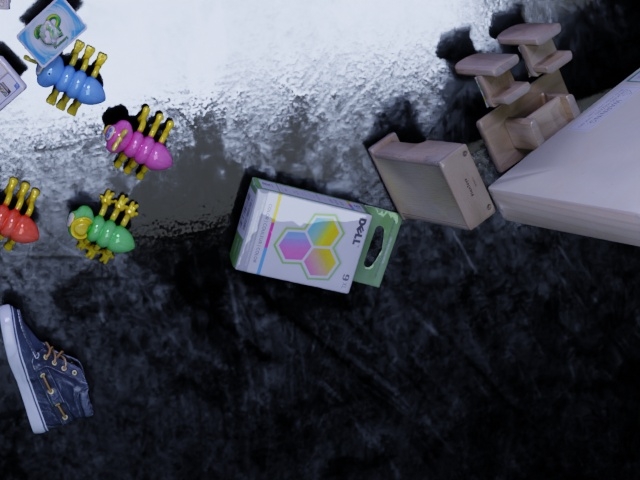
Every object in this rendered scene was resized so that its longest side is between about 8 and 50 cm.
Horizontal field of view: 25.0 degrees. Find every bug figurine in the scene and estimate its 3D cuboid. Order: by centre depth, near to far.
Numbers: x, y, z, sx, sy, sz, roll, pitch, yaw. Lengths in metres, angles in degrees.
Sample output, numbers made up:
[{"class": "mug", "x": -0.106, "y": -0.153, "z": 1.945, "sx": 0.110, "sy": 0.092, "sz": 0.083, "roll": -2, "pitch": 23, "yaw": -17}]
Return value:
[{"class": "bug figurine", "x": -0.298, "y": -0.088, "z": 1.749, "sx": 0.216, "sy": 0.072, "sz": 0.279, "roll": 23, "pitch": 102, "yaw": -17}]

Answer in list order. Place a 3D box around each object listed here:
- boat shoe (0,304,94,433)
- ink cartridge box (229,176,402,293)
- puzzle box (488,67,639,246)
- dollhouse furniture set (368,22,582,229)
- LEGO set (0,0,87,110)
[{"class": "boat shoe", "x": -0.347, "y": 0.154, "z": 1.829, "sx": 0.083, "sy": 0.065, "sz": 0.183, "roll": -16, "pitch": 116, "yaw": -7}, {"class": "ink cartridge box", "x": 0.000, "y": 0.000, "z": 1.838, "sx": 0.209, "sy": 0.062, "sz": 0.109, "roll": 13, "pitch": 105, "yaw": -15}, {"class": "puzzle box", "x": 0.427, "y": -0.140, "z": 1.691, "sx": 0.409, "sy": 0.272, "sz": 0.052, "roll": -37, "pitch": 113, "yaw": -20}, {"class": "dollhouse furniture set", "x": 0.211, "y": -0.127, "z": 1.821, "sx": 0.242, "sy": 0.161, "sz": 0.212, "roll": -35, "pitch": 113, "yaw": -21}, {"class": "LEGO set", "x": -0.364, "y": -0.279, "z": 1.678, "sx": 0.244, "sy": 0.060, "sz": 0.182, "roll": -38, "pitch": 97, "yaw": 17}]
